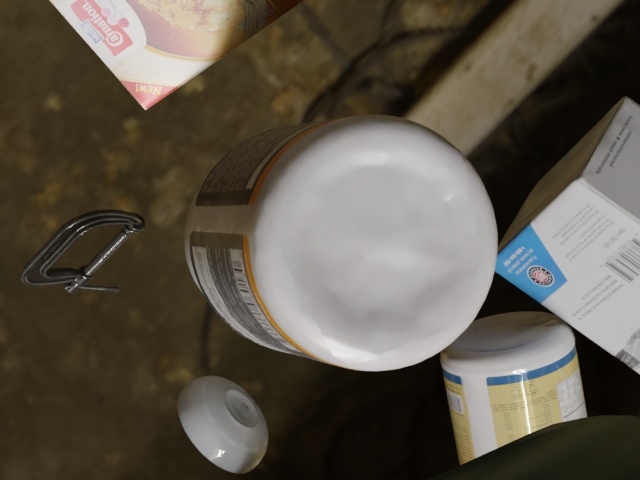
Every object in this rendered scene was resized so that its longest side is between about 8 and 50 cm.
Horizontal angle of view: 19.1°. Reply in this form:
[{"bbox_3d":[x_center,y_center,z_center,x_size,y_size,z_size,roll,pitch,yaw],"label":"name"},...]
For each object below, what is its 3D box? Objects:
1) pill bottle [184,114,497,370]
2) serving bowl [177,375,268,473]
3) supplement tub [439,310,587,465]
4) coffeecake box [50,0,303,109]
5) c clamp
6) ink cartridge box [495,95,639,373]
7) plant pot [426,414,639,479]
[{"bbox_3d":[0.000,0.000,1.290,0.162,0.162,0.278,49,169,-11],"label":"pill bottle"},{"bbox_3d":[-0.069,0.135,1.448,0.083,0.083,0.027,45,116,-9],"label":"serving bowl"},{"bbox_3d":[0.211,0.189,2.027,0.144,0.144,0.199,-3,107,25],"label":"supplement tub"},{"bbox_3d":[-0.092,-0.203,1.319,0.185,0.068,0.142,-33,115,18],"label":"coffeecake box"},{"bbox_3d":[-0.231,0.010,1.923,0.160,0.137,0.022,-46,58,44],"label":"c clamp"},{"bbox_3d":[0.358,0.029,1.922,0.307,0.129,0.223,35,150,-2],"label":"ink cartridge box"},{"bbox_3d":[0.023,0.227,0.569,0.341,0.334,0.341,25,127,39],"label":"plant pot"}]
